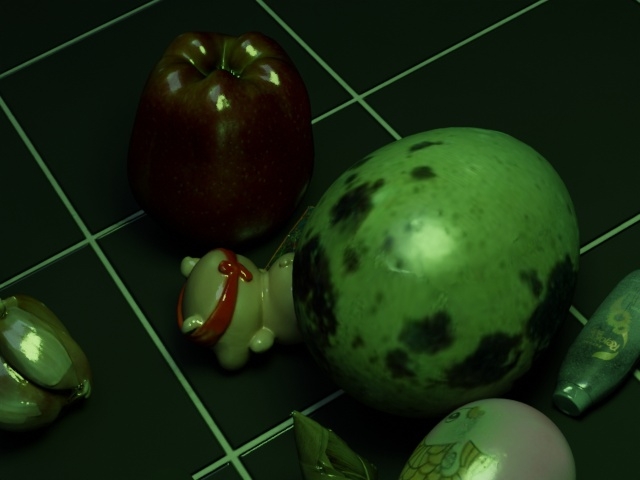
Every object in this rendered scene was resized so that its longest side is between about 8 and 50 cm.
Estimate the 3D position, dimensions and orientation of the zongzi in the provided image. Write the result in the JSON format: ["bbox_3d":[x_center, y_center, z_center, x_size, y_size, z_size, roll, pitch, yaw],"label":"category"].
[{"bbox_3d":[0.011,0.316,1.534,0.081,0.178,0.189,-21,44,18],"label":"zongzi"}]

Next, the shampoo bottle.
[{"bbox_3d":[0.384,0.134,1.698,0.087,0.049,0.234,24,58,34],"label":"shampoo bottle"}]

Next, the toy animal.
[{"bbox_3d":[-0.102,0.089,1.794,0.197,0.171,0.171,-2,47,1],"label":"toy animal"}]

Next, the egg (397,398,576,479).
[{"bbox_3d":[0.182,0.308,1.490,0.196,0.196,0.271,13,57,24],"label":"egg"}]

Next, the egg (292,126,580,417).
[{"bbox_3d":[0.155,0.033,1.650,0.345,0.345,0.428,18,39,27],"label":"egg"}]

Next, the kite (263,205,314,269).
[{"bbox_3d":[0.000,0.000,1.944,0.190,0.010,0.159,-19,47,-3],"label":"kite"}]

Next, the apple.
[{"bbox_3d":[-0.143,-0.147,1.924,0.288,0.317,0.288,4,40,-3],"label":"apple"}]

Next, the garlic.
[{"bbox_3d":[-0.417,0.174,1.786,0.160,0.191,0.214,-42,8,-8],"label":"garlic"}]

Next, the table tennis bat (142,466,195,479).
[{"bbox_3d":[-0.187,0.353,1.660,0.087,0.013,0.156,-26,47,-11],"label":"table tennis bat"}]
